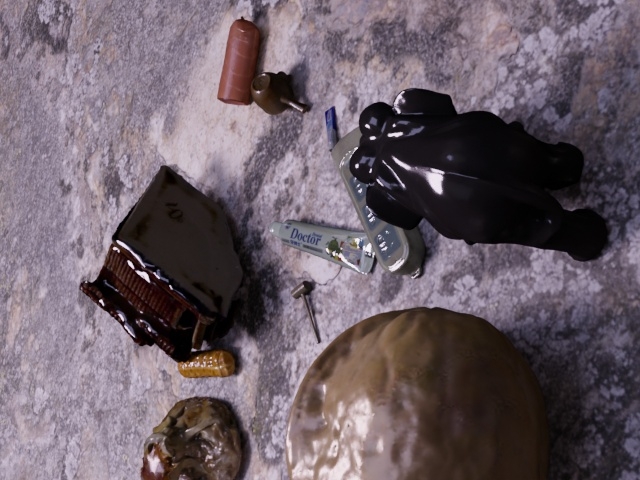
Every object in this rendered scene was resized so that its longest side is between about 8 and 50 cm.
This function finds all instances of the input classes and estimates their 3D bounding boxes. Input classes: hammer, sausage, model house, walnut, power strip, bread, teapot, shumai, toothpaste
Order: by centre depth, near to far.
[{"bbox_3d":[0.130,0.266,1.422,0.381,0.381,0.381,-12,74,47],"label":"walnut"},{"bbox_3d":[0.092,-0.060,1.740,0.080,0.048,0.286,-45,53,35],"label":"power strip"},{"bbox_3d":[0.000,0.000,1.844,0.255,0.037,0.067,16,95,45],"label":"toothpaste"},{"bbox_3d":[-0.019,0.124,1.857,0.035,0.019,0.110,-38,61,38],"label":"hammer"},{"bbox_3d":[0.019,-0.190,1.874,0.024,0.015,0.083,-32,54,42],"label":"toothpaste"},{"bbox_3d":[-0.067,-0.263,1.949,0.110,0.080,0.085,26,82,34],"label":"teapot"},{"bbox_3d":[-0.246,0.367,1.973,0.209,0.153,0.161,37,117,43],"label":"shumai"},{"bbox_3d":[-0.213,0.229,2.034,0.157,0.044,0.052,-10,82,49],"label":"bread"},{"bbox_3d":[-0.284,0.085,2.056,0.317,0.297,0.282,37,128,9],"label":"model house"},{"bbox_3d":[-0.150,-0.341,2.062,0.065,0.065,0.169,9,89,49],"label":"sausage"}]

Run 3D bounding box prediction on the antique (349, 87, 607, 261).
[{"bbox_3d":[0.200,-0.091,1.466,0.322,0.255,0.185,25,104,51],"label":"antique"}]
